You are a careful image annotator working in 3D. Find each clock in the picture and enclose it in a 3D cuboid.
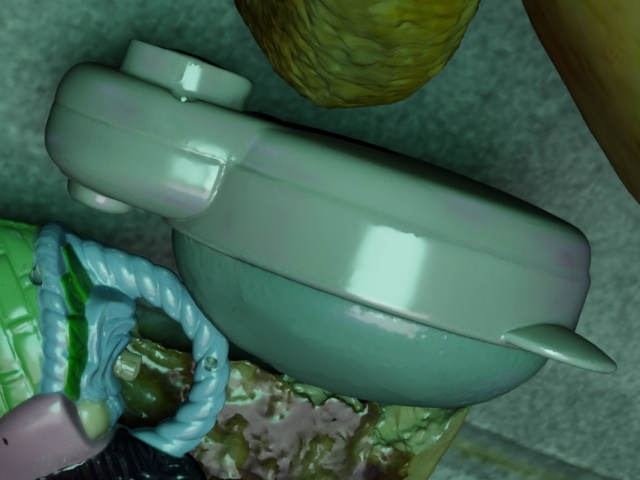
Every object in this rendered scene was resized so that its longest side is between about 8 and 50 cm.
[{"bbox_3d":[-0.135,0.087,0.705,0.195,0.100,0.194,20,100,-2],"label":"clock"}]

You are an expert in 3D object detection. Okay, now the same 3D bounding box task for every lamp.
[{"bbox_3d":[-0.002,0.002,0.666,0.246,0.179,0.108,24,90,-3],"label":"lamp"}]

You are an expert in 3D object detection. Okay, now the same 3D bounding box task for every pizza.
[{"bbox_3d":[0.007,-0.131,0.536,0.087,0.258,0.268,-16,123,-6],"label":"pizza"}]

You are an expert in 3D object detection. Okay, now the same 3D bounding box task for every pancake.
[{"bbox_3d":[-0.073,0.140,0.812,0.257,0.056,0.212,14,111,-9],"label":"pancake"}]

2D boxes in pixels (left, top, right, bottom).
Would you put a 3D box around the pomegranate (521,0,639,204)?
[{"bbox_3d":[0.251,-0.144,0.494,0.411,0.411,0.411,-4,122,-7],"label":"pomegranate"}]
